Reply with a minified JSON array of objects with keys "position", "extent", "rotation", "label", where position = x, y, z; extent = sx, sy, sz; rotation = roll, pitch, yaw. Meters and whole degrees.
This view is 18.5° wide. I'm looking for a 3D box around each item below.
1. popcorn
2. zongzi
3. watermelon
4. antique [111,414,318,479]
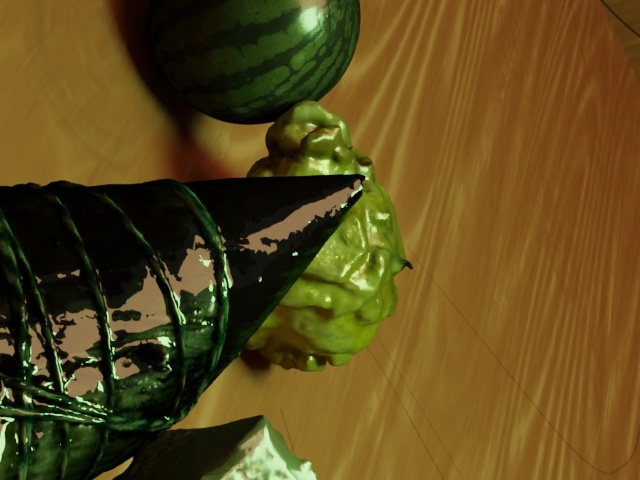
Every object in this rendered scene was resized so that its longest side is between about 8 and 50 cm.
[{"position":[0.000,0.000,1.907],"extent":[0.233,0.192,0.266],"rotation":[-61,155,-63],"label":"popcorn"},{"position":[-0.157,0.043,1.373],"extent":[0.383,0.362,0.319],"rotation":[16,41,-60],"label":"zongzi"},{"position":[-0.062,-0.218,1.933],"extent":[0.212,0.212,0.212],"rotation":[46,34,-44],"label":"watermelon"},{"position":[-0.123,0.252,1.364],"extent":[0.125,0.150,0.284],"rotation":[58,45,-15],"label":"antique"}]
